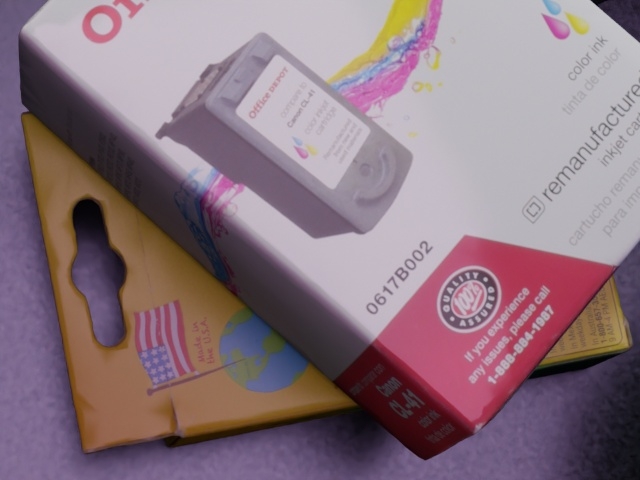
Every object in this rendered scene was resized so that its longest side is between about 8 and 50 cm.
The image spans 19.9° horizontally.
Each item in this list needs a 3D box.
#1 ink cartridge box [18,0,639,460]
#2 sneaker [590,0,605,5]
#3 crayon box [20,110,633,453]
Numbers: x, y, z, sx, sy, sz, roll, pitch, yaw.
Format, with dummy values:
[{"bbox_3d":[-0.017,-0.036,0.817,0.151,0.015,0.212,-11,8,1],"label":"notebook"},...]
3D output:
[{"bbox_3d":[0.023,-0.068,0.967,0.306,0.131,0.226,41,76,0],"label":"ink cartridge box"},{"bbox_3d":[0.196,-0.285,1.077,0.147,0.129,0.330,19,119,-18],"label":"sneaker"},{"bbox_3d":[0.000,0.000,1.058,0.319,0.081,0.202,-9,81,-11],"label":"crayon box"}]
